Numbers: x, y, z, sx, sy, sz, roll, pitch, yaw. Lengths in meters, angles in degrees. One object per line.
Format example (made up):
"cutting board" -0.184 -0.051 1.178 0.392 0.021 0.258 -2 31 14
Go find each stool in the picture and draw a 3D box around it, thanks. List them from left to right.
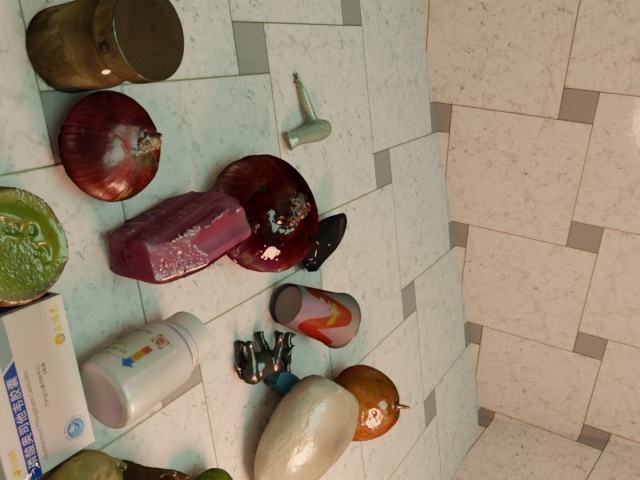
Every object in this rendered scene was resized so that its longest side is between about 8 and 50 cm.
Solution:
"stool" -0.427 -0.392 1.210 0.179 0.264 0.179 -6 97 -57

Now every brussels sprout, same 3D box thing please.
"brussels sprout" -0.295 0.697 1.613 0.180 0.144 0.161 -55 -179 -16

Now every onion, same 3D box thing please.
"onion" -0.443 -0.206 1.315 0.248 0.161 0.248 17 64 -40
"onion" -0.129 -0.079 1.695 0.348 0.285 0.347 5 83 -41

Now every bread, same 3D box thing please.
"bread" -0.589 0.012 1.140 0.236 0.070 0.236 12 76 -57

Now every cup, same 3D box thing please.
"cup" -0.022 0.236 1.995 0.288 0.203 0.203 25 70 -48

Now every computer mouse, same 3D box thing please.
"computer mouse" 0.000 0.000 2.093 0.264 0.088 0.147 -50 151 -44

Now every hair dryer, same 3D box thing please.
"hair dryer" -0.065 -0.429 1.998 0.206 0.075 0.237 -28 108 -47

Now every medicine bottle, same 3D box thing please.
"medicine bottle" -0.393 0.283 1.400 0.293 0.170 0.170 -34 120 -51

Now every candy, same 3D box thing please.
"candy" -0.037 0.634 1.924 0.427 0.186 0.386 -46 140 -23

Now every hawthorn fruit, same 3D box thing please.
"hawthorn fruit" 0.180 0.594 2.224 0.277 0.298 0.277 4 90 -72

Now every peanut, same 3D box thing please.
"peanut" -0.521 0.539 1.235 0.291 0.143 0.159 -47 152 -46

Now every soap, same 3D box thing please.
"soap" -0.325 -0.018 1.455 0.325 0.220 0.127 -43 136 -49

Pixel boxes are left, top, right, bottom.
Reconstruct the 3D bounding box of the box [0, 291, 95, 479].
"box" -0.577 0.293 1.201 0.200 0.065 0.343 -27 114 -54

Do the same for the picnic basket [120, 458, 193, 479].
"picnic basket" -0.344 0.667 1.375 0.254 0.321 0.291 -63 143 -40

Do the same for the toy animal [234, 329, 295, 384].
"toy animal" -0.165 0.348 1.847 0.245 0.114 0.146 -14 98 -35

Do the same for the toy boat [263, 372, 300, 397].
"toy boat" -0.113 0.469 1.972 0.185 0.077 0.075 44 56 -39
